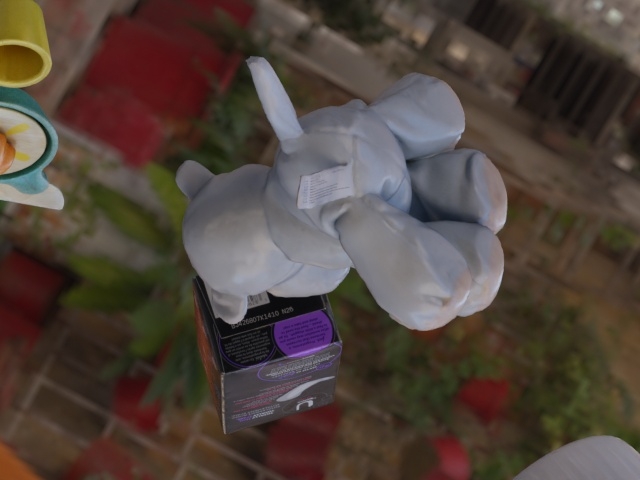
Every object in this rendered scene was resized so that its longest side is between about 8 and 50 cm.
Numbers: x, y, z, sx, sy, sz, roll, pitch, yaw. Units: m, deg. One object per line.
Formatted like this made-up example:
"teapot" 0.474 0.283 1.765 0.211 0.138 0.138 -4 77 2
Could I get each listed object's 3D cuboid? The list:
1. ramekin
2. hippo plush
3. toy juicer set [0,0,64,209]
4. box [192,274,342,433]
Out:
"ramekin" 0.309 0.363 2.348 0.135 0.277 0.277 51 -60 33
"hippo plush" 0.000 0.000 1.666 0.236 0.234 0.294 -31 164 36
"toy juicer set" -0.350 -0.097 1.816 0.329 0.209 0.089 97 -10 -58
"box" -0.072 0.134 2.564 0.270 0.165 0.143 96 -23 -67
